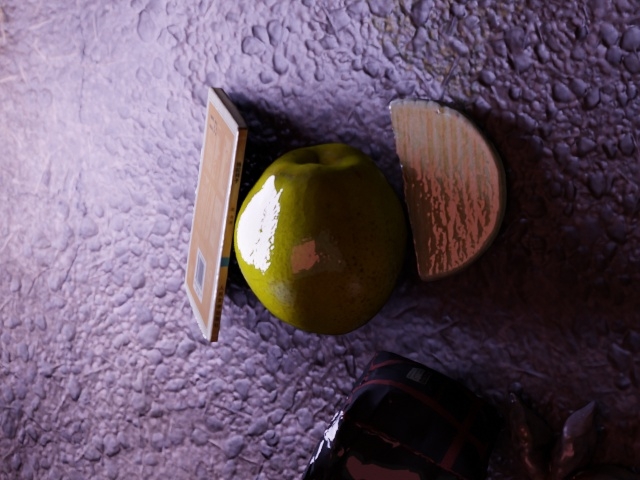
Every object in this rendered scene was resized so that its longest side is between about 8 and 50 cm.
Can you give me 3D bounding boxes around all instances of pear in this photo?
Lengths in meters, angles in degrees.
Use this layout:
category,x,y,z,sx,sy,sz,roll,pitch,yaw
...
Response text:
category,x,y,z,sx,sy,sz,roll,pitch,yaw
pear,-0.001,0.001,1.763,0.198,0.198,0.198,7,104,29

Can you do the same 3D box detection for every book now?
category,x,y,z,sx,sy,sz,roll,pitch,yaw
book,-0.116,-0.031,1.857,0.018,0.170,0.242,4,109,-16

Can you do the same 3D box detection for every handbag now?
category,x,y,z,sx,sy,sz,roll,pitch,yaw
handbag,0.092,0.214,1.730,0.169,0.215,0.155,31,110,5

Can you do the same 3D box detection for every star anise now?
category,x,y,z,sx,sy,sz,roll,pitch,yaw
star anise,0.253,0.260,1.740,0.171,0.063,0.208,17,108,25

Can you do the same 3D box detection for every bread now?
category,x,y,z,sx,sy,sz,roll,pitch,yaw
bread,0.141,-0.060,1.756,0.112,0.036,0.193,-10,93,26
